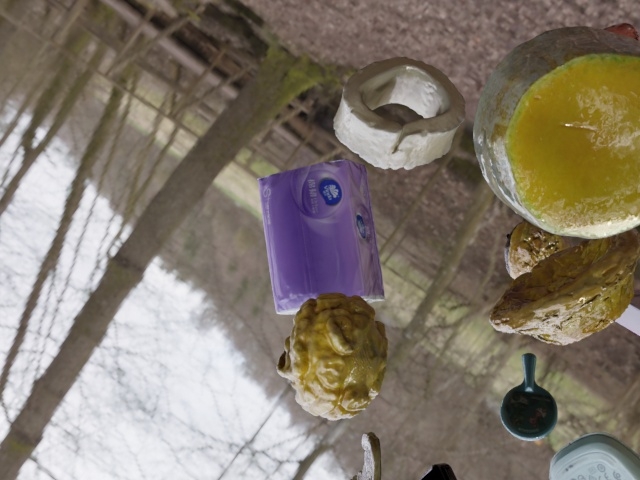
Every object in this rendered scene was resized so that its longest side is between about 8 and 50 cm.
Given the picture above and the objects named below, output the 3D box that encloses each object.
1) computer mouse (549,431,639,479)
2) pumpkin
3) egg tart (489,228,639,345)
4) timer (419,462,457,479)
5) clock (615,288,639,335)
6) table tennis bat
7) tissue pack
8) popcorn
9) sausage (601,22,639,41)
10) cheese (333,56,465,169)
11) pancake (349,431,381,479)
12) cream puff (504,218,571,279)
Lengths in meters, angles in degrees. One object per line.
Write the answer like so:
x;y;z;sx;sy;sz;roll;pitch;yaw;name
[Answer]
0.465;0.404;1.255;0.097;0.159;0.288;-20;-112;-42;computer mouse
0.413;-0.157;1.313;0.332;0.332;0.199;37;-170;-9;pumpkin
0.486;0.096;1.656;0.129;0.341;0.341;52;179;-5;egg tart
0.235;0.524;1.605;0.055;0.144;0.187;2;-134;-32;timer
0.749;0.165;1.909;0.150;0.063;0.197;-5;-163;-16;clock
0.464;0.346;1.931;0.124;0.201;0.033;2;152;11;table tennis bat
0.000;0.000;2.026;0.160;0.242;0.339;10;-111;-64;tissue pack
0.025;0.225;1.689;0.190;0.250;0.250;-18;140;36;popcorn
0.627;-0.427;1.903;0.076;0.141;0.076;39;-140;-44;sausage
0.211;-0.343;2.355;0.292;0.332;0.153;54;153;24;cheese
0.082;0.471;1.618;0.029;0.235;0.212;10;-159;-6;pancake
0.511;0.024;2.005;0.129;0.189;0.189;7;160;39;cream puff
